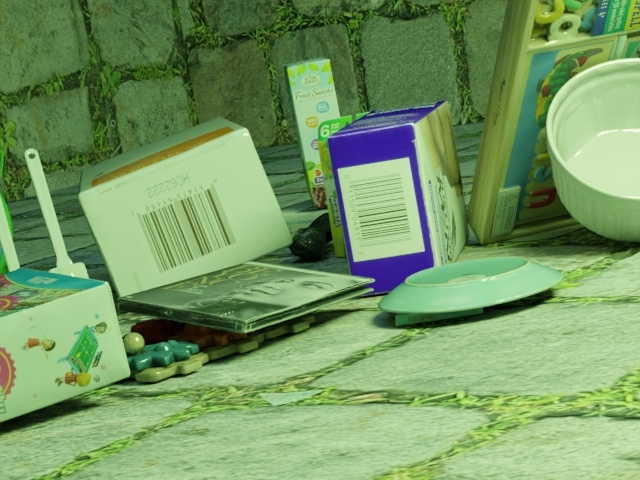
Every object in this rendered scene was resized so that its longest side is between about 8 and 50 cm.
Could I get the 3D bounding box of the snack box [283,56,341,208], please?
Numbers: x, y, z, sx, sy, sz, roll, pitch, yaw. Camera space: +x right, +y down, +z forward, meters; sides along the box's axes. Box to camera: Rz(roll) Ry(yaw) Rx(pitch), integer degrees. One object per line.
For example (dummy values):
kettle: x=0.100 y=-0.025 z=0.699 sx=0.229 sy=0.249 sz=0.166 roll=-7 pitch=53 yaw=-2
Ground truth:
snack box: x=-0.002 y=-0.160 z=2.473 sx=0.070 sy=0.207 sz=0.174 roll=-11 pitch=7 yaw=-2

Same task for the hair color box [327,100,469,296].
hair color box: x=0.099 y=-0.058 z=1.999 sx=0.110 sy=0.185 sz=0.339 roll=-8 pitch=8 yaw=10

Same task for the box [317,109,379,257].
box: x=0.058 y=-0.075 z=2.211 sx=0.105 sy=0.179 sz=0.043 roll=-15 pitch=8 yaw=-30

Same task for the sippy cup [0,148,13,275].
sippy cup: x=-0.526 y=0.001 z=2.093 sx=0.240 sy=0.306 sz=0.224 roll=6 pitch=3 yaw=10

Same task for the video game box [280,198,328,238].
video game box: x=0.037 y=-0.041 z=2.505 sx=0.187 sy=0.048 sz=0.205 roll=-7 pitch=8 yaw=40

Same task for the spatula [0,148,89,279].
spatula: x=-0.366 y=0.011 z=1.973 sx=0.168 sy=0.242 sz=0.019 roll=-14 pitch=-19 yaw=-18

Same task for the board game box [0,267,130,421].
board game box: x=-0.358 y=0.118 z=1.534 sx=0.303 sy=0.098 sz=0.224 roll=-18 pitch=11 yaw=-29

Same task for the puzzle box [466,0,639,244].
puzzle box: x=0.330 y=-0.175 z=2.006 sx=0.272 sy=0.409 sz=0.052 roll=-13 pitch=49 yaw=-17

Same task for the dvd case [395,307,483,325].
dvd case: x=0.120 y=0.063 z=1.704 sx=0.087 sy=0.013 sz=0.119 roll=-9 pitch=6 yaw=7

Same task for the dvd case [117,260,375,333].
dvd case: x=-0.073 y=0.054 z=1.733 sx=0.164 sy=0.018 sz=0.221 roll=8 pitch=13 yaw=35

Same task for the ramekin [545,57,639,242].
ramekin: x=0.356 y=-0.094 z=1.908 sx=0.207 sy=0.207 sz=0.109 roll=-10 pitch=-37 yaw=-1

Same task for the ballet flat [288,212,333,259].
ballet flat: x=0.000 y=0.000 z=2.289 sx=0.049 sy=0.057 sz=0.173 roll=33 pitch=17 yaw=8

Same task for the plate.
plate: x=0.148 y=0.040 z=1.694 sx=0.188 sy=0.024 sz=0.188 roll=-9 pitch=7 yaw=1

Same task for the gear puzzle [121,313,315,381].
gear puzzle: x=-0.106 y=0.081 z=1.744 sx=0.175 sy=0.044 sz=0.339 roll=-4 pitch=10 yaw=42

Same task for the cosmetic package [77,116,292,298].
cosmetic package: x=-0.191 y=-0.048 z=2.263 sx=0.230 sy=0.162 sz=0.453 roll=-22 pitch=8 yaw=-5
